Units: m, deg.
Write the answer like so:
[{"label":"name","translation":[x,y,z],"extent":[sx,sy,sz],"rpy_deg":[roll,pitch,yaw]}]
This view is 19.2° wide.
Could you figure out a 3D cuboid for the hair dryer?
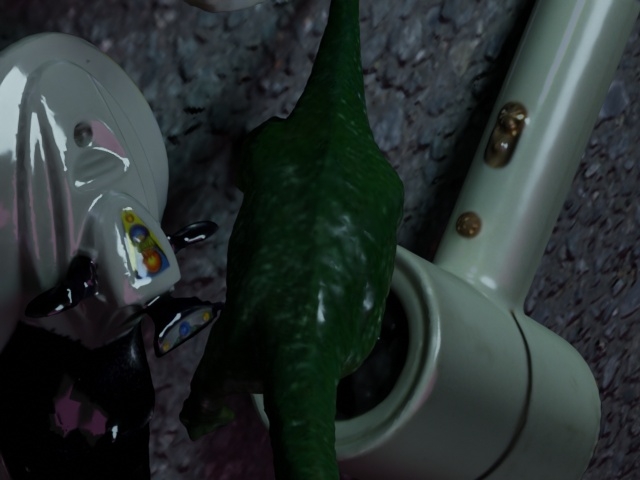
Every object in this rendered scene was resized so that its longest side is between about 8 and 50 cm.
[{"label":"hair dryer","translation":[0.108,-0.024,1.094],"extent":[0.203,0.128,0.362],"rpy_deg":[27,83,-50]}]

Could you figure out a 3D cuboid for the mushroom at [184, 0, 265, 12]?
[{"label":"mushroom","translation":[-0.014,-0.271,0.784],"extent":[0.122,0.159,0.328],"rpy_deg":[3,113,-1]}]

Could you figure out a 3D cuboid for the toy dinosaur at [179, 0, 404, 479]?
[{"label":"toy dinosaur","translation":[0.000,0.000,0.828],"extent":[0.301,0.087,0.447],"rpy_deg":[121,-23,-75]}]

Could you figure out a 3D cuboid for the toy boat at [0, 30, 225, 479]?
[{"label":"toy boat","translation":[-0.118,0.045,0.862],"extent":[0.141,0.141,0.269],"rpy_deg":[-21,140,-40]}]
